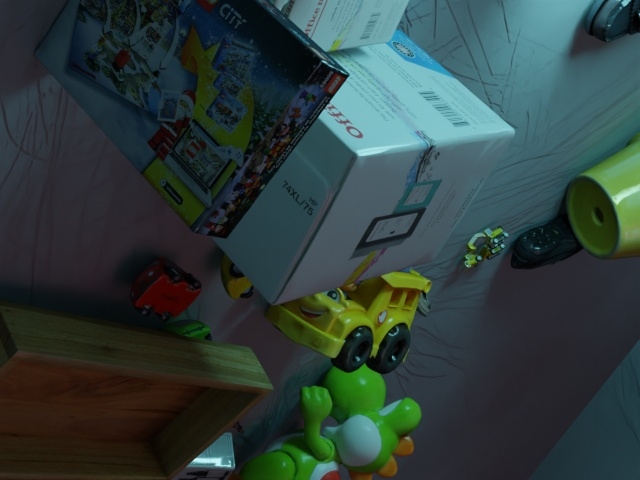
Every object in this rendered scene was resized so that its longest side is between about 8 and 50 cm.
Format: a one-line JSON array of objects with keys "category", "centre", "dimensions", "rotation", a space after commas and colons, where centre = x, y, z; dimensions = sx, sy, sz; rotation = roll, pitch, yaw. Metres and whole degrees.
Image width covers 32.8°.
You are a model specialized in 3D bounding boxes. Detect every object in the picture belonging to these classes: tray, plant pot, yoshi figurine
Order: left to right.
[{"category": "tray", "centre": [-0.253, 0.181, 1.211], "dimensions": [0.203, 0.076, 0.411], "rotation": [-43, 150, 18]}, {"category": "yoshi figurine", "centre": [-0.018, 0.319, 1.794], "dimensions": [0.362, 0.203, 0.203], "rotation": [-25, 111, -8]}, {"category": "plant pot", "centre": [0.595, -0.073, 1.991], "dimensions": [0.239, 0.254, 0.254], "rotation": [-17, 146, -19]}]

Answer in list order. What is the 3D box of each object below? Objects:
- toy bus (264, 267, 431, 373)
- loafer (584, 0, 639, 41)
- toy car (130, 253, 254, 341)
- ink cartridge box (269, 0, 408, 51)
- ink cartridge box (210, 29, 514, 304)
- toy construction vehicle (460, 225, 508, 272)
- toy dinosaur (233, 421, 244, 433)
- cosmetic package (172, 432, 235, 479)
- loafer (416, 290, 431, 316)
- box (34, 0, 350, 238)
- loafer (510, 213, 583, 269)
[{"category": "toy bus", "centre": [0.057, 0.064, 1.512], "dimensions": [0.220, 0.149, 0.211], "rotation": [10, 108, -57]}, {"category": "loafer", "centre": [0.515, -0.376, 1.563], "dimensions": [0.302, 0.095, 0.109], "rotation": [-38, 154, -14]}, {"category": "toy car", "centre": [-0.158, 0.086, 1.311], "dimensions": [0.239, 0.053, 0.225], "rotation": [-16, 143, -44]}, {"category": "ink cartridge box", "centre": [0.006, -0.244, 1.041], "dimensions": [0.198, 0.067, 0.115], "rotation": [-18, 144, -46]}, {"category": "ink cartridge box", "centre": [0.020, -0.088, 1.146], "dimensions": [0.270, 0.198, 0.197], "rotation": [-12, 141, -47]}, {"category": "toy construction vehicle", "centre": [0.281, 0.010, 1.878], "dimensions": [0.098, 0.035, 0.086], "rotation": [-28, 161, -26]}, {"category": "toy dinosaur", "centre": [-0.179, 0.259, 1.536], "dimensions": [0.118, 0.064, 0.268], "rotation": [-29, 148, -15]}, {"category": "cosmetic package", "centre": [-0.206, 0.351, 1.545], "dimensions": [0.099, 0.060, 0.239], "rotation": [8, 141, -21]}, {"category": "loafer", "centre": [0.163, 0.094, 1.812], "dimensions": [0.039, 0.045, 0.125], "rotation": [-51, 152, -1]}, {"category": "box", "centre": [-0.107, -0.136, 0.841], "dimensions": [0.159, 0.233, 0.044], "rotation": [-51, 153, 15]}, {"category": "loafer", "centre": [0.440, 0.004, 2.056], "dimensions": [0.223, 0.076, 0.078], "rotation": [-15, 147, -39]}]
